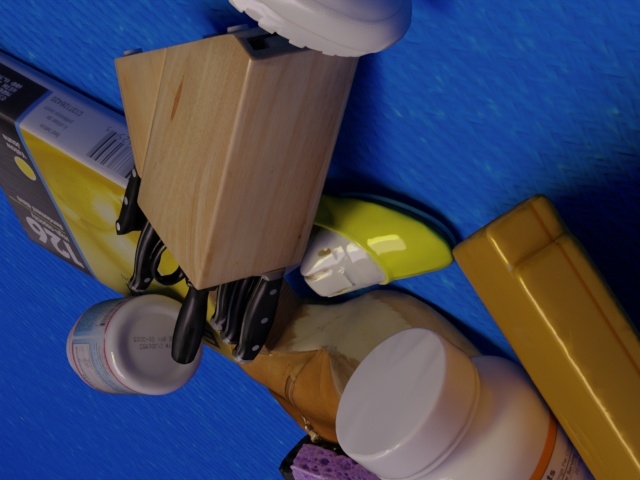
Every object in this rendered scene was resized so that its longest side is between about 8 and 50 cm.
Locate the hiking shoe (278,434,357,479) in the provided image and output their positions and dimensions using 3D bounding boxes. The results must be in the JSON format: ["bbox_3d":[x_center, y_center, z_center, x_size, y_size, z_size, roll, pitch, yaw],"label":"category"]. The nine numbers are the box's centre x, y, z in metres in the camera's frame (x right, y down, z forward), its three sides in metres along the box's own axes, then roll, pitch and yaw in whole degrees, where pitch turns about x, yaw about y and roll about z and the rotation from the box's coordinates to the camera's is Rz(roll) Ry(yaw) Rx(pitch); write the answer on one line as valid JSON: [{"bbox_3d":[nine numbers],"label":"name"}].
[{"bbox_3d":[0.049,0.229,1.723,0.227,0.086,0.114,4,132,57],"label":"hiking shoe"}]

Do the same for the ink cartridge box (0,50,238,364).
[{"bbox_3d":[-0.175,-0.005,1.722,0.304,0.072,0.307,27,151,36],"label":"ink cartridge box"}]

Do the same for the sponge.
[{"bbox_3d":[0.046,0.260,1.672,0.117,0.031,0.210,20,149,25],"label":"sponge"}]

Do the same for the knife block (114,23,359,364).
[{"bbox_3d":[-0.054,-0.023,1.314,0.276,0.088,0.242,-1,103,60],"label":"knife block"}]

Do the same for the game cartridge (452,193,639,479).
[{"bbox_3d":[0.178,0.106,1.110,0.285,0.053,0.323,57,178,2],"label":"game cartridge"}]

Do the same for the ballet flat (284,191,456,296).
[{"bbox_3d":[0.000,0.000,1.407,0.231,0.077,0.077,21,156,44],"label":"ballet flat"}]

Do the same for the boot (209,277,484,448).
[{"bbox_3d":[0.050,0.123,1.546,0.295,0.104,0.211,25,161,34],"label":"boot"}]

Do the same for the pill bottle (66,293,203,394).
[{"bbox_3d":[-0.169,0.093,1.687,0.087,0.087,0.160,50,160,-14],"label":"pill bottle"}]

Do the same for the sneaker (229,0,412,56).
[{"bbox_3d":[-0.031,-0.203,1.096,0.235,0.090,0.095,45,149,-6],"label":"sneaker"}]

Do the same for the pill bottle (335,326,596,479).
[{"bbox_3d":[0.129,0.164,1.324,0.246,0.136,0.136,38,164,-30],"label":"pill bottle"}]
